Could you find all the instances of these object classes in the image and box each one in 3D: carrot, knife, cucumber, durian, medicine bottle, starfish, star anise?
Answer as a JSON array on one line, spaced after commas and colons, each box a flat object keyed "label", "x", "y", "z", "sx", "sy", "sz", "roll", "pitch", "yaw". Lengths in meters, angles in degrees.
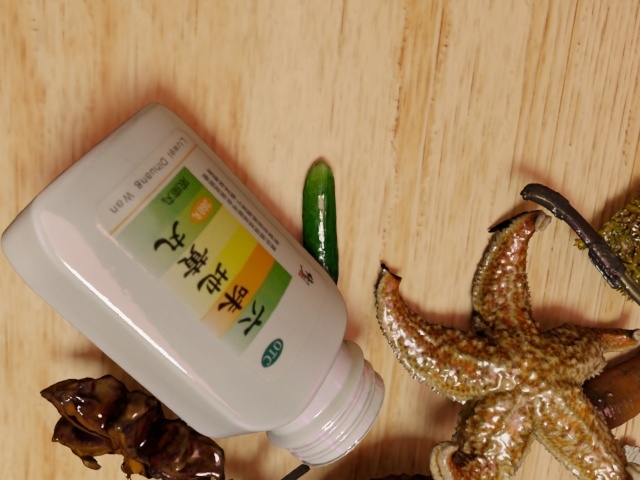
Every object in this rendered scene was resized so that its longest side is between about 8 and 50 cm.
[{"label": "carrot", "x": 0.371, "y": 0.167, "z": 0.694, "sx": 0.186, "sy": 0.060, "sz": 0.060, "roll": -25, "pitch": 107, "yaw": -10}, {"label": "knife", "x": 0.282, "y": 0.013, "z": 0.601, "sx": 0.222, "sy": 0.021, "sz": 0.045, "roll": 40, "pitch": 51, "yaw": -11}, {"label": "cucumber", "x": 0.000, "y": 0.000, "z": 0.583, "sx": 0.037, "sy": 0.037, "sz": 0.155, "roll": -6, "pitch": 103, "yaw": -11}, {"label": "durian", "x": 0.372, "y": 0.006, "z": 0.637, "sx": 0.208, "sy": 0.102, "sz": 0.146, "roll": 6, "pitch": 107, "yaw": -10}, {"label": "medicine bottle", "x": -0.084, "y": 0.054, "z": 0.509, "sx": 0.124, "sy": 0.179, "sz": 0.324, "roll": -24, "pitch": 114, "yaw": 41}, {"label": "starfish", "x": 0.216, "y": 0.119, "z": 0.611, "sx": 0.312, "sy": 0.113, "sz": 0.303, "roll": -2, "pitch": 76, "yaw": -13}, {"label": "star anise", "x": -0.169, "y": 0.189, "z": 0.549, "sx": 0.177, "sy": 0.073, "sz": 0.234, "roll": 25, "pitch": 141, "yaw": 4}]

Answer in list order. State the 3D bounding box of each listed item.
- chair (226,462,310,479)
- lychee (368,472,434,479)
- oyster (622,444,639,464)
[{"label": "chair", "x": -0.088, "y": 0.298, "z": 0.554, "sx": 0.101, "sy": 0.084, "sz": 0.212, "roll": 7, "pitch": 135, "yaw": -43}, {"label": "lychee", "x": 0.089, "y": 0.362, "z": 0.574, "sx": 0.261, "sy": 0.260, "sz": 0.260, "roll": -3, "pitch": 103, "yaw": -12}, {"label": "oyster", "x": 0.369, "y": 0.322, "z": 0.734, "sx": 0.122, "sy": 0.045, "sz": 0.146, "roll": -3, "pitch": 96, "yaw": -9}]
